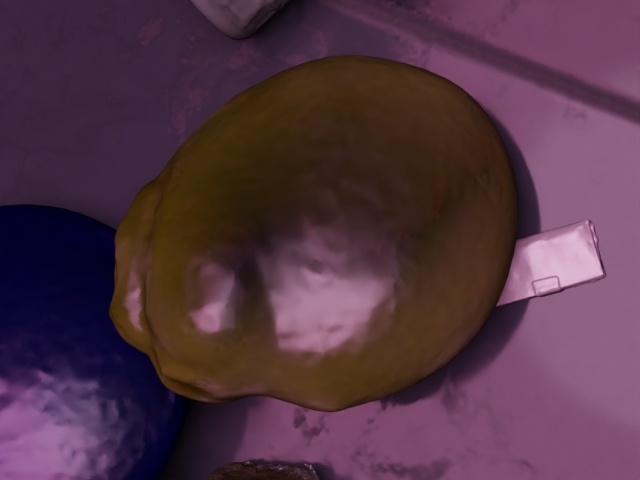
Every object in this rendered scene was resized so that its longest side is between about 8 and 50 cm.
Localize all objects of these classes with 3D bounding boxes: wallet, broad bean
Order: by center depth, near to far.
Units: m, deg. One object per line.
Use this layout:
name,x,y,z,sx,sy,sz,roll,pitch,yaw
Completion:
broad bean,0.000,0.000,1.208,0.291,0.119,0.238,-36,73,-11
wallet,0.153,0.016,1.244,0.083,0.011,0.044,-16,82,13

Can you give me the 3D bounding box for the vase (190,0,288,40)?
vase,0.027,-0.267,1.238,0.299,0.143,0.143,-34,78,13

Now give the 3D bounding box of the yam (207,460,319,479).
yam,-0.035,0.283,1.236,0.093,0.093,0.259,-4,85,15

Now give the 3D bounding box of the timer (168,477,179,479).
timer,-0.184,0.283,1.185,0.091,0.232,0.250,43,115,14

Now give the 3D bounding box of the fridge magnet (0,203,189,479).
fridge magnet,-0.220,0.101,1.271,0.265,0.113,0.266,-2,71,7
